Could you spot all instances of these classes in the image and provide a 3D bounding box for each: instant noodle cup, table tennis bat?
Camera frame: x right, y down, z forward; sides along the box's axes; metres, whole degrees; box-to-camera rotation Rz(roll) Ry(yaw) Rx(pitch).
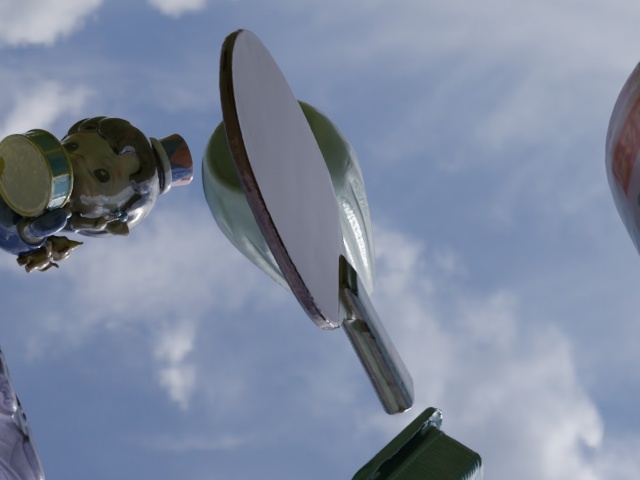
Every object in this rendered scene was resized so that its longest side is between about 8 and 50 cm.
[{"bbox_3d":[0.073,0.237,1.306,0.070,0.157,0.179,19,-154,24],"label":"instant noodle cup"},{"bbox_3d":[0.000,0.000,0.930,0.021,0.274,0.154,-17,-144,14],"label":"table tennis bat"}]

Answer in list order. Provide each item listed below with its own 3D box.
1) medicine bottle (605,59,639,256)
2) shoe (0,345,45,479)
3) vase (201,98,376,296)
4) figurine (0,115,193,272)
[{"bbox_3d":[0.311,0.030,0.889,0.219,0.219,0.388,-3,-144,-8],"label":"medicine bottle"},{"bbox_3d":[-0.331,0.173,1.436,0.137,0.245,0.095,-16,-135,-8],"label":"shoe"},{"bbox_3d":[-0.013,-0.017,1.363,0.128,0.248,0.128,-8,-121,14],"label":"vase"},{"bbox_3d":[-0.274,-0.073,1.881,0.161,0.158,0.275,43,-145,16],"label":"figurine"}]
